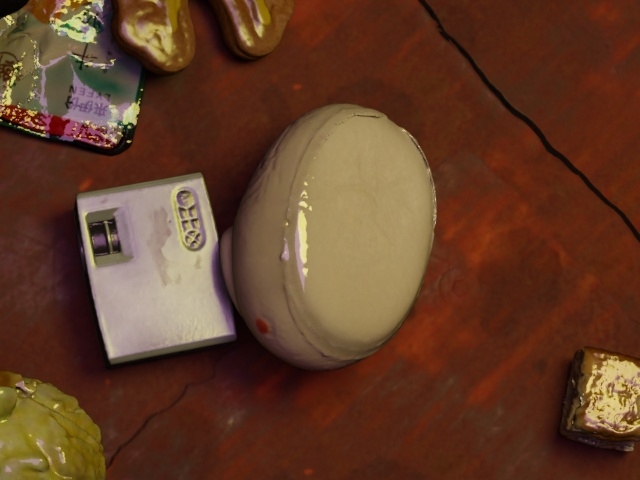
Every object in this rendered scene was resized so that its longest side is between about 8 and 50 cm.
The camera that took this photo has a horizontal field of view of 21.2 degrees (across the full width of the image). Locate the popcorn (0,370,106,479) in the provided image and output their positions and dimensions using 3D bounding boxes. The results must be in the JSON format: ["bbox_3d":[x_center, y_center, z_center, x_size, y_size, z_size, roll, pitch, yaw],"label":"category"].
[{"bbox_3d":[-0.238,0.171,1.362,0.136,0.162,0.141,18,32,24],"label":"popcorn"}]

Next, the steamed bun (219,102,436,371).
[{"bbox_3d":[0.000,0.000,1.436,0.177,0.131,0.228,31,63,-37],"label":"steamed bun"}]

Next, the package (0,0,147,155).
[{"bbox_3d":[-0.220,-0.201,1.490,0.166,0.040,0.232,15,76,-11],"label":"package"}]

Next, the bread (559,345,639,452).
[{"bbox_3d":[0.250,0.140,1.499,0.070,0.076,0.083,12,76,3],"label":"bread"}]

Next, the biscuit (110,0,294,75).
[{"bbox_3d":[-0.129,-0.292,1.506,0.186,0.044,0.295,-15,82,-32],"label":"biscuit"}]

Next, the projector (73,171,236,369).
[{"bbox_3d":[-0.142,0.027,1.447,0.115,0.061,0.147,-10,81,-14],"label":"projector"}]

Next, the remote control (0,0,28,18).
[{"bbox_3d":[-0.386,-0.179,1.237,0.399,0.062,0.144,-22,128,-21],"label":"remote control"}]
